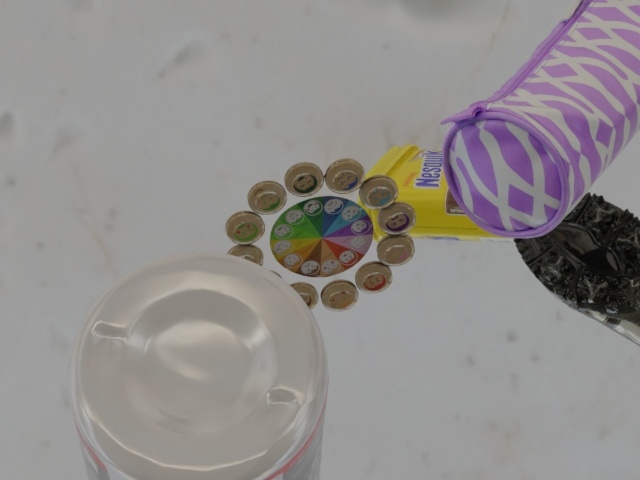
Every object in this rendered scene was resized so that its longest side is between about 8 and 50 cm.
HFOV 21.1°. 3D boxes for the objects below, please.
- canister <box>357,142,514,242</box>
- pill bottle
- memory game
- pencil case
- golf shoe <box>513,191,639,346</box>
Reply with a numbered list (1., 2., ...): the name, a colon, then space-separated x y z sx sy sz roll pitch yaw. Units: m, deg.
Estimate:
1. canister: 0.140 -0.047 1.748 0.170 0.126 0.073 3 118 27
2. pill bottle: -0.079 0.139 1.160 0.161 0.161 0.283 3 152 -1
3. memory game: 0.000 0.000 1.606 0.186 0.012 0.186 -5 130 -6
4. pencil case: 0.145 -0.083 1.008 0.086 0.206 0.088 -12 114 37
5. golf shoe: 0.209 0.041 1.112 0.077 0.198 0.094 -48 147 -11
